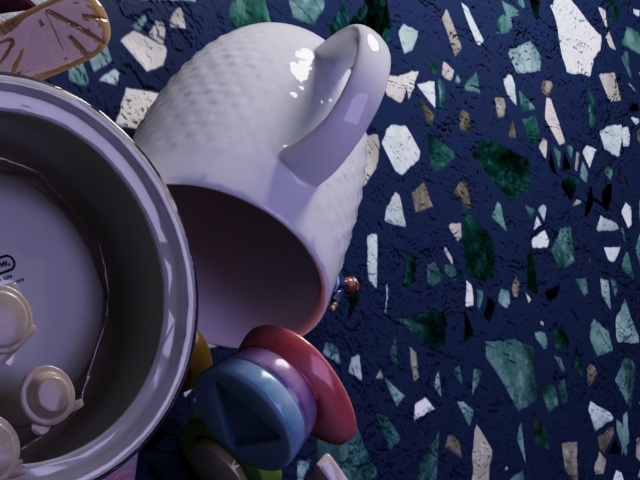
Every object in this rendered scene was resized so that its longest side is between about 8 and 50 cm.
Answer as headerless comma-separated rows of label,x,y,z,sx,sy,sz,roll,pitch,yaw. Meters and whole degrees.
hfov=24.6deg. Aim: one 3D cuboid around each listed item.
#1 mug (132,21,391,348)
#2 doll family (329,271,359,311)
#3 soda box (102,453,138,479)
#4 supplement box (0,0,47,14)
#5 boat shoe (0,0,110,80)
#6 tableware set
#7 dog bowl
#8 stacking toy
mug,-0.053,-0.106,1.671,0.276,0.374,0.328,36,48,-19
doll family,0.000,0.000,1.949,0.111,0.076,0.193,20,72,-52
soda box,-0.278,0.227,1.562,0.183,0.058,0.063,25,63,-46
supplement box,-0.321,-0.286,1.634,0.043,0.055,0.083,40,54,-38
boat shoe,-0.356,-0.182,1.539,0.277,0.096,0.098,-24,101,-29
tableware set,-0.294,0.129,1.312,0.141,0.020,0.169,-36,101,-35
dog bowl,-0.327,0.053,1.414,0.408,0.150,0.408,10,73,-34
stacking toy,-0.110,0.221,1.607,0.130,0.309,0.279,-43,125,-38
